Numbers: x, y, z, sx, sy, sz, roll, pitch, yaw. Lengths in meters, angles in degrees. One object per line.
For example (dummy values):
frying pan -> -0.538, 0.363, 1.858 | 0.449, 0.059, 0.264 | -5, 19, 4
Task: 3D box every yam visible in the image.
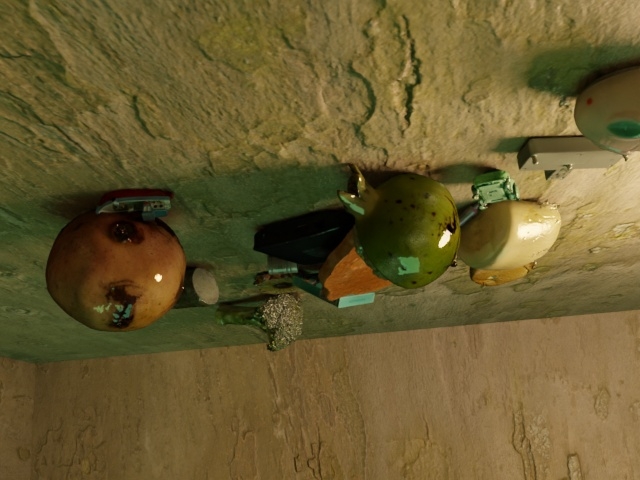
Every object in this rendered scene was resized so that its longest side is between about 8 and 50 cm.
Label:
yam -> -0.468, 0.166, 2.290 | 0.330, 0.133, 0.133 | -13, 162, 40

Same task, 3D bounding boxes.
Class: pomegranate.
pomegranate -> -0.479, 0.069, 1.659 | 0.322, 0.322, 0.322 | -4, 163, -1
pomegranate -> 0.170, -0.041, 1.566 | 0.340, 0.260, 0.260 | 37, 143, -28

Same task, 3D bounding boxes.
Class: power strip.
power strip -> 0.531, -0.170, 1.511 | 0.215, 0.061, 0.145 | -2, 162, -5

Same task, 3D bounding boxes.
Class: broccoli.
broccoli -> -0.250, 0.301, 2.722 | 0.361, 0.221, 0.252 | -6, -161, 8

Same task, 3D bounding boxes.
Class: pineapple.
pineapple -> -0.126, 0.142, 2.425 | 0.221, 0.047, 0.221 | -5, 163, -2

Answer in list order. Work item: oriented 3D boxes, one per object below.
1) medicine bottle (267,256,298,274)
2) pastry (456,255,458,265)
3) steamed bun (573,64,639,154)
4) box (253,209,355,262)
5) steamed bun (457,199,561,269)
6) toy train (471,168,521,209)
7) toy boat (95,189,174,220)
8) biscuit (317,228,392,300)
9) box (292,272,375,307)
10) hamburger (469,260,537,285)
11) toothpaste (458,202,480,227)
medicine bottle -> -0.117, 0.075, 2.176 | 0.091, 0.058, 0.058 | -4, 163, 2
pastry -> 0.345, 0.037, 2.128 | 0.153, 0.081, 0.153 | 2, 172, 0
steamed bun -> 0.565, -0.222, 1.224 | 0.228, 0.131, 0.177 | -7, 164, 3
box -> 0.000, 0.000, 1.933 | 0.290, 0.073, 0.289 | -15, 161, 30
steamed bun -> 0.506, -0.003, 1.878 | 0.232, 0.166, 0.273 | 7, 160, -29
toy train -> 0.401, -0.126, 1.611 | 0.099, 0.081, 0.149 | -12, 156, 25
toy boat -> -0.420, -0.079, 1.588 | 0.173, 0.059, 0.069 | -1, 163, -9
biscuit -> 0.163, 0.031, 1.894 | 0.365, 0.062, 0.385 | -14, 152, -31
box -> 0.041, 0.157, 2.294 | 0.162, 0.041, 0.229 | -4, -162, -42
hamburger -> 0.547, 0.053, 2.164 | 0.215, 0.122, 0.189 | 17, 147, -42
toothpaste -> 0.369, -0.046, 1.872 | 0.045, 0.028, 0.170 | -33, 168, -46
